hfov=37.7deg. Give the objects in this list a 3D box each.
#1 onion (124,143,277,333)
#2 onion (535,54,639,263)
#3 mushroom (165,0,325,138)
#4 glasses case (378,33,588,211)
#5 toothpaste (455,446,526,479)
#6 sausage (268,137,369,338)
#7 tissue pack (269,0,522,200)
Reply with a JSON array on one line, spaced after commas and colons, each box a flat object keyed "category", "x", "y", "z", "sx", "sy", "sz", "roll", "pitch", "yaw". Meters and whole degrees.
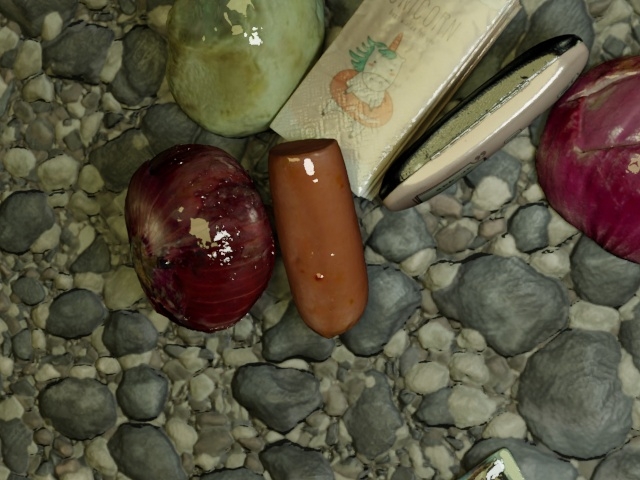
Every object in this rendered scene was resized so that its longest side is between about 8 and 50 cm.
[{"category": "onion", "x": -0.145, "y": -0.006, "z": 1.237, "sx": 0.252, "sy": 0.219, "sz": 0.252, "roll": 18, "pitch": 113, "yaw": 51}, {"category": "onion", "x": 0.388, "y": -0.112, "z": 1.123, "sx": 0.247, "sy": 0.111, "sz": 0.250, "roll": 39, "pitch": 99, "yaw": 14}, {"category": "mushroom", "x": -0.106, "y": -0.270, "z": 1.251, "sx": 0.189, "sy": 0.164, "sz": 0.267, "roll": 39, "pitch": 97, "yaw": 16}, {"category": "glasses case", "x": 0.201, "y": -0.144, "z": 1.173, "sx": 0.314, "sy": 0.122, "sz": 0.075, "roll": -39, "pitch": 82, "yaw": 10}, {"category": "toothpaste", "x": 0.159, "y": 0.341, "z": 1.195, "sx": 0.216, "sy": 0.037, "sz": 0.062, "roll": -31, "pitch": 77, "yaw": 7}, {"category": "sausage", "x": 0.000, "y": 0.000, "z": 1.196, "sx": 0.114, "sy": 0.113, "sz": 0.259, "roll": -6, "pitch": 109, "yaw": 16}, {"category": "tissue pack", "x": 0.097, "y": -0.229, "z": 1.236, "sx": 0.170, "sy": 0.071, "sz": 0.325, "roll": 40, "pitch": 98, "yaw": 17}]
